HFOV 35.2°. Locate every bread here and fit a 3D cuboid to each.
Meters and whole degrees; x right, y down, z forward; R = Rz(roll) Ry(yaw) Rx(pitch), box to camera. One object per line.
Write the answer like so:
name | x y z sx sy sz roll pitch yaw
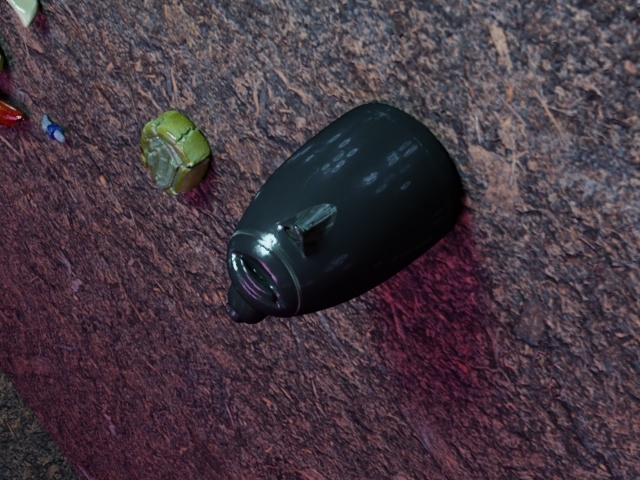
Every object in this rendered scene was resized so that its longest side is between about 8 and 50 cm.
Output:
bread | -0.242 -0.137 1.652 0.117 0.064 0.156 44 146 14

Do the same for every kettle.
kettle | 0.000 0.000 1.274 0.207 0.290 0.268 46 149 8

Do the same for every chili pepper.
chili pepper | -0.655 -0.269 2.052 0.169 0.065 0.088 23 154 30

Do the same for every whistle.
whistle | -0.519 -0.215 1.959 0.083 0.029 0.033 37 130 34

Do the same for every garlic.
garlic | -0.514 -0.411 1.732 0.083 0.053 0.041 50 147 -14

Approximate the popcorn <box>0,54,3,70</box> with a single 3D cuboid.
popcorn | -0.681 -0.356 1.937 0.145 0.126 0.126 13 154 7
